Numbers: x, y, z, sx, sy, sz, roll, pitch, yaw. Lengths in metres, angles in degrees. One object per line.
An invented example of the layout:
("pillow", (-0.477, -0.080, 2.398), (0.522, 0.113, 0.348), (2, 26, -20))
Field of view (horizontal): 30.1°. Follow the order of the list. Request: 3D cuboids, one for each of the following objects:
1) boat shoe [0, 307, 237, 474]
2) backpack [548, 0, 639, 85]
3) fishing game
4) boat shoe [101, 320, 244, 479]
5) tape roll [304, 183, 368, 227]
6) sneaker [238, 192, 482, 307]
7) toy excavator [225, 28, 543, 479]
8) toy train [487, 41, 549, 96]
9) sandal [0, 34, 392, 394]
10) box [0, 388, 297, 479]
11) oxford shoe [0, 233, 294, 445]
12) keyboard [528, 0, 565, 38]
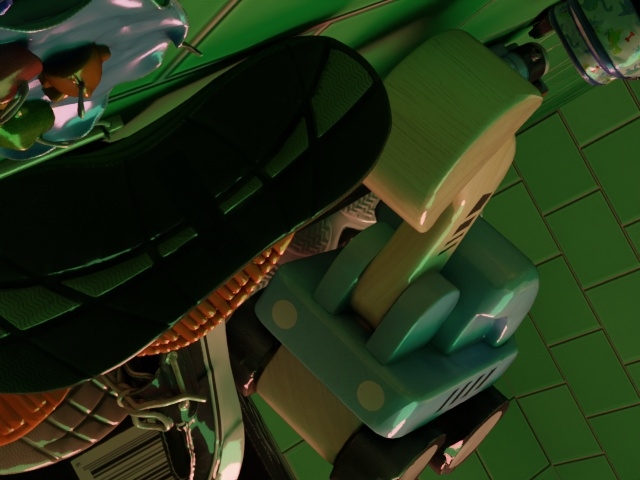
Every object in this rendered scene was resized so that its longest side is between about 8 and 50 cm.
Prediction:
("boat shoe", (-0.237, 0.107, 1.164), (0.130, 0.132, 0.355), (7, -152, 44))
("backpack", (0.248, -0.183, 1.016), (0.084, 0.105, 0.114), (-30, 172, 22))
("fishing game", (-0.131, -0.041, 0.461), (0.189, 0.041, 0.264), (-25, 177, -12))
("boat shoe", (-0.141, 0.116, 1.080), (0.105, 0.306, 0.113), (-21, -144, -33))
("tape roll", (-0.030, -0.048, 1.131), (0.219, 0.072, 0.219), (-28, 177, -2))
("sneaker", (0.000, 0.000, 1.412), (0.365, 0.137, 0.210), (-24, -166, -14))
("toy excavator", (0.084, 0.019, 1.043), (0.433, 0.222, 0.445), (-13, 140, -57))
("toy train", (0.151, -0.142, 1.170), (0.184, 0.080, 0.105), (-27, 172, -30))
("sandal", (-0.096, -0.012, 0.668), (0.302, 0.120, 0.086), (-28, -168, -15))
("box", (-0.213, 0.299, 1.567), (0.297, 0.480, 0.472), (-29, 178, -6))
("oxford shoe", (-0.167, 0.023, 0.917), (0.363, 0.130, 0.133), (-29, -158, 23))
("keyboard", (0.292, -0.249, 1.152), (0.180, 0.023, 0.108), (-29, -176, -5))
